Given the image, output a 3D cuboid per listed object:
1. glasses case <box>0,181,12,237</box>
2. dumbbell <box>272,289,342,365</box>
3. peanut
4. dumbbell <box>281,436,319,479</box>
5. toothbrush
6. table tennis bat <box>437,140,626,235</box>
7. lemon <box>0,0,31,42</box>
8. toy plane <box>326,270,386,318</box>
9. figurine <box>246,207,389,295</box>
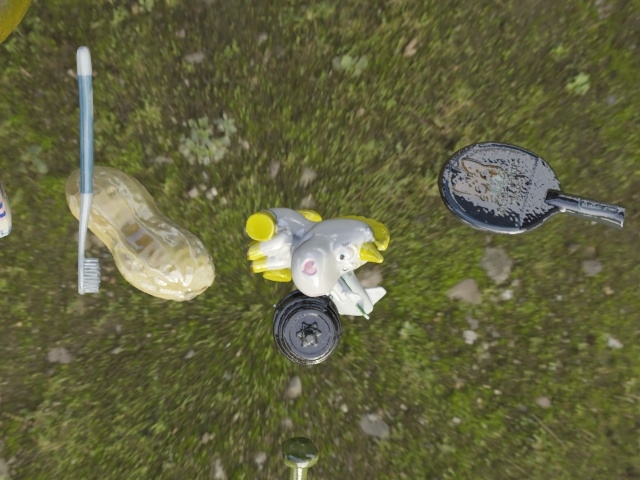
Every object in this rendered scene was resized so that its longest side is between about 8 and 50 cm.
[{"bbox_3d":[-0.634,-0.117,1.824,0.076,0.327,0.125,-24,65,-12],"label":"glasses case"},{"bbox_3d":[-0.019,0.121,1.419,0.099,0.208,0.099,0,95,-3],"label":"dumbbell"},{"bbox_3d":[-0.325,-0.015,1.776,0.149,0.149,0.313,-42,90,-4],"label":"peanut"},{"bbox_3d":[-0.029,0.309,1.277,0.046,0.052,0.118,-3,119,-15],"label":"dumbbell"},{"bbox_3d":[-0.255,-0.073,1.099,0.025,0.019,0.276,1,103,-6],"label":"toothbrush"},{"bbox_3d":[0.264,-0.057,1.258,0.236,0.027,0.150,15,55,12],"label":"table tennis bat"},{"bbox_3d":[-0.459,-0.324,1.165,0.267,0.267,0.268,0,86,-3],"label":"lemon"},{"bbox_3d":[0.027,0.060,1.613,0.080,0.174,0.174,-44,89,4],"label":"toy plane"},{"bbox_3d":[-0.003,0.004,1.197,0.129,0.178,0.109,-38,127,-35],"label":"figurine"}]
